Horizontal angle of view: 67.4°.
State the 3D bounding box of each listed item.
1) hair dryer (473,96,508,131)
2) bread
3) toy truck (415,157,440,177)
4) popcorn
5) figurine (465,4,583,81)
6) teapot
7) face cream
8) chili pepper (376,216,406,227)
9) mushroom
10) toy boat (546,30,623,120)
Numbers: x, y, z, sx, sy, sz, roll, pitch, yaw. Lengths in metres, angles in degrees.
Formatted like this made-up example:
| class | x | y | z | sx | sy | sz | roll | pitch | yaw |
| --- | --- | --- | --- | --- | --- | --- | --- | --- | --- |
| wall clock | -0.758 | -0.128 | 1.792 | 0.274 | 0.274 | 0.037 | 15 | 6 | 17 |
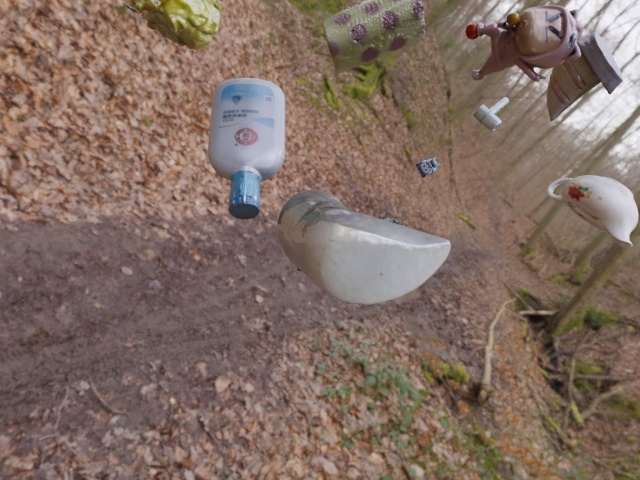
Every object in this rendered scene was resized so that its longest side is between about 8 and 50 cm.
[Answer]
| class | x | y | z | sx | sy | sz | roll | pitch | yaw |
| --- | --- | --- | --- | --- | --- | --- | --- | --- | --- |
| hair dryer | 0.562 | -0.413 | 1.532 | 0.082 | 0.137 | 0.047 | 47 | -19 | 12 |
| bread | 0.183 | -0.721 | 1.651 | 0.187 | 0.338 | 0.155 | 57 | 15 | -65 |
| toy truck | 0.380 | -0.261 | 1.655 | 0.056 | 0.073 | 0.090 | 61 | -27 | 0 |
| popcorn | -0.302 | -0.495 | 1.009 | 0.168 | 0.173 | 0.195 | 50 | -1 | 6 |
| figurine | 0.534 | -0.523 | 1.279 | 0.288 | 0.176 | 0.186 | 7 | 2 | 37 |
| teapot | 0.544 | -0.075 | 0.946 | 0.145 | 0.092 | 0.226 | 37 | 10 | -31 |
| face cream | -0.156 | -0.201 | 1.017 | 0.080 | 0.163 | 0.336 | 101 | -11 | -60 |
| chili pepper | 0.160 | -0.010 | 1.201 | 0.062 | 0.108 | 0.216 | 61 | 13 | -14 |
| mushroom | 0.016 | -0.011 | 0.766 | 0.177 | 0.126 | 0.397 | 1 | 13 | -21 |
| toy boat | 0.980 | -0.643 | 1.828 | 0.111 | 0.293 | 0.276 | 5 | 77 | -35 |
